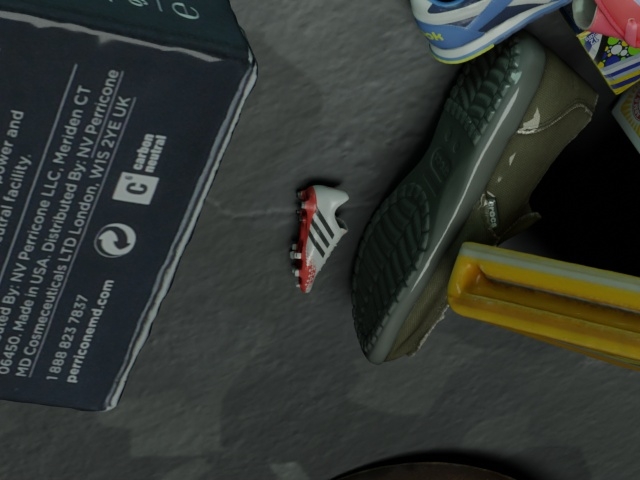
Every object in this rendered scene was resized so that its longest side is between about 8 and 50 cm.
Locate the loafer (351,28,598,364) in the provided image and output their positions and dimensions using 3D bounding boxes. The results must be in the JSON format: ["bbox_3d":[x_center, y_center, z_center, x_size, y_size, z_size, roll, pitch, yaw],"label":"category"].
[{"bbox_3d":[0.100,-0.015,1.111,0.087,0.094,0.251,17,121,-23],"label":"loafer"}]

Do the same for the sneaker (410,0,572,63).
[{"bbox_3d":[0.116,-0.164,1.024,0.144,0.053,0.059,-34,128,10],"label":"sneaker"}]

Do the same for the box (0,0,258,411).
[{"bbox_3d":[-0.269,-0.113,0.788,0.395,0.293,0.212,9,124,-24],"label":"box"}]

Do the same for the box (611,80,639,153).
[{"bbox_3d":[0.285,-0.049,1.069,0.114,0.203,0.103,17,120,-30],"label":"box"}]

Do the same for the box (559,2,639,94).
[{"bbox_3d":[0.231,-0.167,1.055,0.169,0.054,0.059,-33,129,11],"label":"box"}]

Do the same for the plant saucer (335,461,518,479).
[{"bbox_3d":[0.074,0.315,1.355,0.310,0.050,0.311,-2,119,-3],"label":"plant saucer"}]

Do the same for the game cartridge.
[{"bbox_3d":[0.278,0.080,1.090,0.323,0.285,0.053,23,82,-52],"label":"game cartridge"}]

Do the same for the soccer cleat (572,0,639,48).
[{"bbox_3d":[0.212,-0.136,0.963,0.318,0.108,0.116,37,89,-5],"label":"soccer cleat"}]

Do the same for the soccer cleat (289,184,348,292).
[{"bbox_3d":[0.000,0.000,1.137,0.035,0.029,0.083,-1,124,-11],"label":"soccer cleat"}]
